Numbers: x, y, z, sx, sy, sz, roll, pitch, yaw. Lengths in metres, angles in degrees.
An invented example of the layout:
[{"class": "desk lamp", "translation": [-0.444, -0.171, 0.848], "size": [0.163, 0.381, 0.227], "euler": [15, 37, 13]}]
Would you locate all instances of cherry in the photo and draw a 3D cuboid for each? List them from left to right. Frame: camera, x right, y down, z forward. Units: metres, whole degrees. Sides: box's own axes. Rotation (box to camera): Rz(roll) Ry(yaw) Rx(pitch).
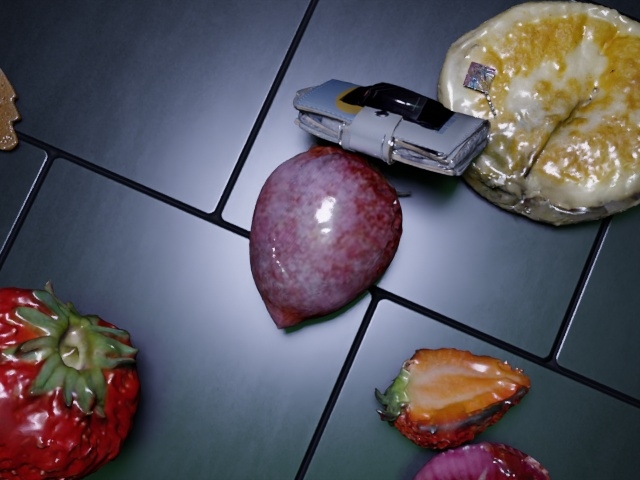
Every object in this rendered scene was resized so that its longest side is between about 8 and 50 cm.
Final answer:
[{"class": "cherry", "translation": [0.000, 0.000, 1.012], "size": [0.192, 0.175, 0.250], "euler": [29, 85, -17]}]

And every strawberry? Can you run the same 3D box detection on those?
[{"class": "strawberry", "translation": [-0.368, 0.202, 0.970], "size": [0.277, 0.257, 0.257], "euler": [-42, 83, 29]}, {"class": "strawberry", "translation": [0.164, 0.208, 1.022], "size": [0.192, 0.085, 0.140], "euler": [-28, 48, -29]}]

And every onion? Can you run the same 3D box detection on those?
[{"class": "onion", "translation": [0.204, 0.364, 0.964], "size": [0.230, 0.163, 0.230], "euler": [-1, 83, 13]}]

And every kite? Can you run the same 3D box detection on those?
[{"class": "kite", "translation": [0.213, -0.203, 1.056], "size": [0.044, 0.002, 0.078], "euler": [0, 80, 10]}]

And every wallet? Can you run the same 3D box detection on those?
[{"class": "wallet", "translation": [0.091, -0.153, 1.006], "size": [0.231, 0.170, 0.069], "euler": [19, 120, 23]}]

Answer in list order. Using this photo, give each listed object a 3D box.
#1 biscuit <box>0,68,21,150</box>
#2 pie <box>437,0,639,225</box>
[{"class": "biscuit", "translation": [-0.471, -0.182, 1.118], "size": [0.119, 0.019, 0.130], "euler": [17, 84, 4]}, {"class": "pie", "translation": [0.324, -0.178, 1.077], "size": [0.339, 0.077, 0.339], "euler": [-1, 79, 7]}]
